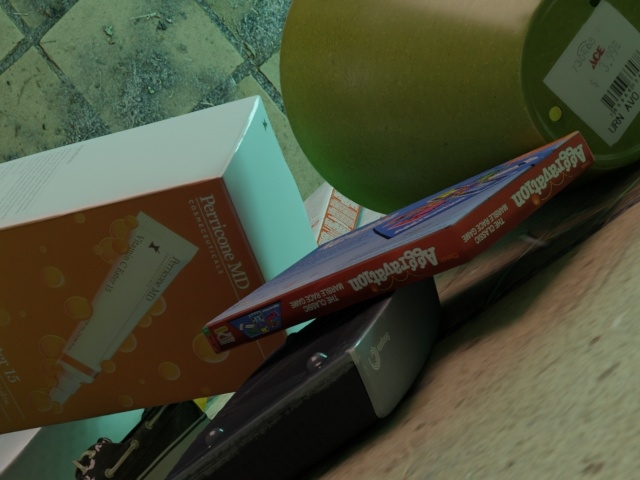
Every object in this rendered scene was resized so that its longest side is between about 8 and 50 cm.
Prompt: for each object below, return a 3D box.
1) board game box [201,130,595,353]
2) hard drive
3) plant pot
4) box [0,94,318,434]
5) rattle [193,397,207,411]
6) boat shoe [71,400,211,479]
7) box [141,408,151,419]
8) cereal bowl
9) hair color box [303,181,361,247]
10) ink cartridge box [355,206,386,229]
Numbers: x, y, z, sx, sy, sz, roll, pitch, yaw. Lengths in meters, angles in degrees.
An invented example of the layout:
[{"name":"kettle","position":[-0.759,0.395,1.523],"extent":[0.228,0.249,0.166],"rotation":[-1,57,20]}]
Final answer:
[{"name":"board game box","position":[0.043,0.008,0.775],"extent":[0.145,0.027,0.281],"rotation":[-36,7,-38]},{"name":"hard drive","position":[0.002,0.089,0.750],"extent":[0.172,0.054,0.255],"rotation":[-38,2,18]},{"name":"plant pot","position":[0.143,-0.136,0.878],"extent":[0.274,0.275,0.293],"rotation":[-39,19,-11]},{"name":"box","position":[-0.192,0.029,1.057],"extent":[0.345,0.215,0.168],"rotation":[-13,27,17]},{"name":"rattle","position":[-0.175,0.206,1.409],"extent":[0.130,0.143,0.200],"rotation":[-2,-38,-34]},{"name":"boat shoe","position":[-0.191,0.216,1.022],"extent":[0.219,0.070,0.078],"rotation":[-41,4,-38]},{"name":"box","position":[-0.278,0.163,1.506],"extent":[0.233,0.183,0.059],"rotation":[-50,33,29]},{"name":"cereal bowl","position":[-0.317,0.228,1.290],"extent":[0.339,0.141,0.339],"rotation":[-37,22,18]},{"name":"hair color box","position":[0.000,0.000,1.467],"extent":[0.093,0.053,0.167],"rotation":[-41,22,44]},{"name":"ink cartridge box","position":[0.110,-0.038,1.407],"extent":[0.275,0.060,0.239],"rotation":[-35,30,55]}]
